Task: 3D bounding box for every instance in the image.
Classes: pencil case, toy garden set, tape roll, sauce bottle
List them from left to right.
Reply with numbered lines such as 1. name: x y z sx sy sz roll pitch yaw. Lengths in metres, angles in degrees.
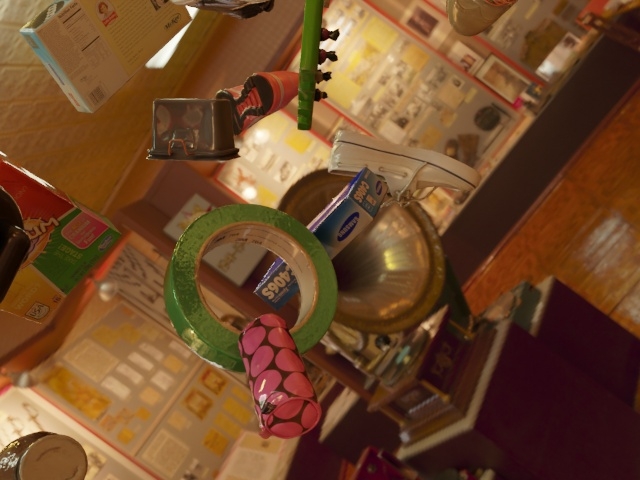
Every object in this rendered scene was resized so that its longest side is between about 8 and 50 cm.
1. sauce bottle: -0.363 0.300 0.827 0.344 0.111 0.111 -39 12 52
2. tape roll: -0.127 0.086 1.223 0.321 0.321 0.077 -55 3 -37
3. pencil case: -0.073 0.211 1.027 0.098 0.095 0.209 -39 33 8
4. toy garden set: 0.003 -0.277 0.869 0.244 0.049 0.203 112 163 -83

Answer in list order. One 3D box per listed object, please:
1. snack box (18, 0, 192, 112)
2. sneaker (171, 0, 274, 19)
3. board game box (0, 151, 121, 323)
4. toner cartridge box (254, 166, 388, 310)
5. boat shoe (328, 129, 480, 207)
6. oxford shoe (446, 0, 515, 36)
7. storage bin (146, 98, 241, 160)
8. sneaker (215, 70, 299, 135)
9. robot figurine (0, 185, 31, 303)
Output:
1. snack box: -0.407 -0.427 1.283 0.322 0.060 0.187 -54 -40 -26
2. sneaker: -0.100 -0.418 1.034 0.147 0.296 0.104 -11 -74 -48
3. board game box: -0.546 0.003 1.166 0.242 0.064 0.316 -49 -30 -2
4. toner cartridge box: 0.000 0.000 1.455 0.348 0.075 0.165 -45 9 33
5. boat shoe: 0.185 -0.144 1.555 0.136 0.367 0.156 39 -111 -76
6. oxford shoe: 0.302 -0.462 1.120 0.397 0.141 0.146 112 174 -70
7. storage bin: -0.197 -0.169 0.990 0.098 0.135 0.091 -39 -50 -69
8. sneaker: -0.141 -0.333 1.567 0.136 0.115 0.314 -24 12 -31
9. robot figurine: -0.469 -0.022 0.768 0.173 0.278 0.209 -43 -36 -37
